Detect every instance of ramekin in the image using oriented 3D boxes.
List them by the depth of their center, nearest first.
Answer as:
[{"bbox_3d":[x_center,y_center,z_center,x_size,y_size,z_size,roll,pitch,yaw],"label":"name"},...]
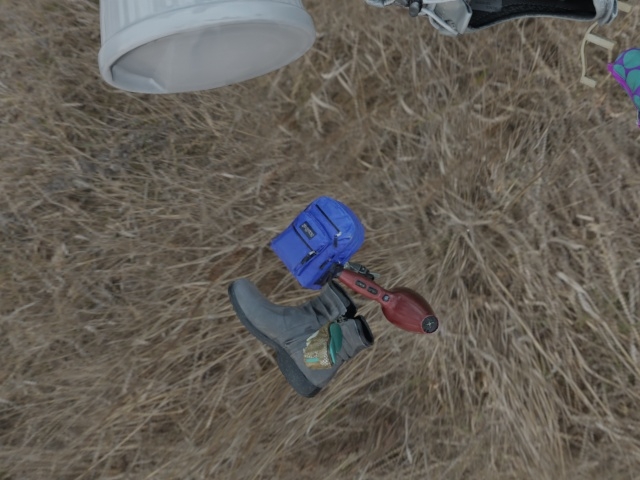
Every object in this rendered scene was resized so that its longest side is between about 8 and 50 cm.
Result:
[{"bbox_3d":[-0.150,-0.284,1.023,0.273,0.273,0.127,-13,87,10],"label":"ramekin"}]

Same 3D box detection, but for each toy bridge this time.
[{"bbox_3d":[0.575,-0.411,1.677,0.063,0.026,0.188,30,126,20],"label":"toy bridge"}]

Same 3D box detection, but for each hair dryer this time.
[{"bbox_3d":[0.102,0.110,1.550,0.294,0.224,0.080,24,96,32],"label":"hair dryer"}]

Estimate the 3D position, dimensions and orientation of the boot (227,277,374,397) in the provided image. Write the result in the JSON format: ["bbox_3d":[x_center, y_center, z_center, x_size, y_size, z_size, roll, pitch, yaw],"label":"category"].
[{"bbox_3d":[-0.040,0.160,1.826,0.222,0.118,0.338,-47,71,16],"label":"boot"}]

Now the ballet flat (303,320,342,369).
[{"bbox_3d":[0.001,0.203,1.596,0.067,0.206,0.073,-12,92,8],"label":"ballet flat"}]

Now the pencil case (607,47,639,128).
[{"bbox_3d":[0.493,-0.225,1.236,0.070,0.064,0.151,-13,46,8],"label":"pencil case"}]

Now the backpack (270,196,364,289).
[{"bbox_3d":[0.000,0.000,1.156,0.120,0.101,0.098,-42,73,8],"label":"backpack"}]

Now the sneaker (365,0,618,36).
[{"bbox_3d":[0.077,-0.198,0.564,0.282,0.105,0.115,-2,68,1],"label":"sneaker"}]
